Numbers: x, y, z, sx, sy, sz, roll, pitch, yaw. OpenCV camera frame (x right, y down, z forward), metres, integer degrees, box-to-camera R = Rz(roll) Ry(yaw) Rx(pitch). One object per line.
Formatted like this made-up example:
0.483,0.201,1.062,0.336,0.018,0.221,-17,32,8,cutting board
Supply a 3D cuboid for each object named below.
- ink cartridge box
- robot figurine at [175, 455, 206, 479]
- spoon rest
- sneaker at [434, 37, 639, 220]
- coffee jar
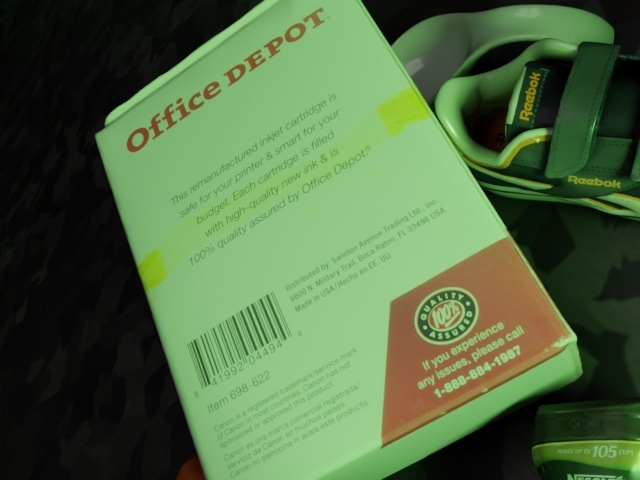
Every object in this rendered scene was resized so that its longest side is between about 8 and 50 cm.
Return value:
0.000,0.000,0.606,0.279,0.160,0.385,-31,63,12,ink cartridge box
-0.097,0.295,0.660,0.158,0.128,0.220,21,92,53,robot figurine
0.156,-0.193,0.733,0.276,0.084,0.137,-1,66,45,spoon rest
0.234,-0.090,0.562,0.321,0.127,0.126,4,69,45,sneaker
0.194,0.199,0.463,0.096,0.079,0.185,-18,55,39,coffee jar
